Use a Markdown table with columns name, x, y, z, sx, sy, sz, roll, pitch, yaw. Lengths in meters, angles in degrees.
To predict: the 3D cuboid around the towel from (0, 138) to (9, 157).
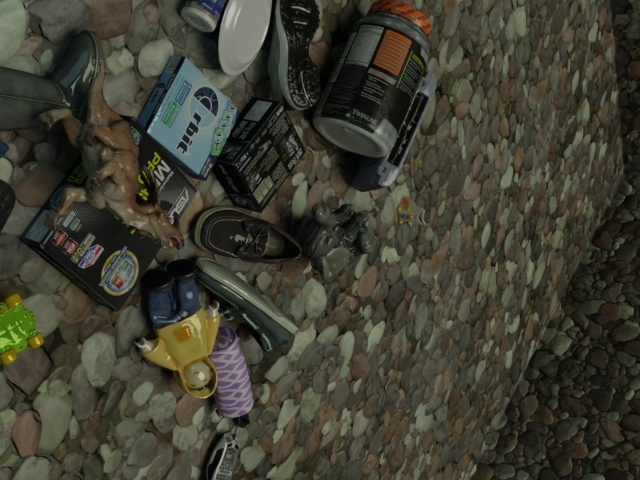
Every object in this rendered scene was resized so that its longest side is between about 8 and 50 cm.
| name | x | y | z | sx | sy | sz | roll | pitch | yaw |
| --- | --- | --- | --- | --- | --- | --- | --- | --- | --- |
| towel | -0.501 | -0.104 | 1.158 | 0.119 | 0.029 | 0.067 | -48 | 149 | 0 |

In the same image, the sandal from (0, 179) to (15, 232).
| name | x | y | z | sx | sy | sz | roll | pitch | yaw |
| --- | --- | --- | --- | --- | --- | --- | --- | --- | --- |
| sandal | -0.519 | 0.027 | 1.196 | 0.097 | 0.054 | 0.254 | 25 | 82 | -55 |

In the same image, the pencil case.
| name | x | y | z | sx | sy | sz | roll | pitch | yaw |
| --- | --- | --- | --- | --- | --- | --- | --- | --- | --- |
| pencil case | -0.196 | 0.279 | 1.725 | 0.086 | 0.088 | 0.206 | -13 | 123 | -10 |

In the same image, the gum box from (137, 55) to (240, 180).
| name | x | y | z | sx | sy | sz | roll | pitch | yaw |
| --- | --- | --- | --- | --- | --- | --- | --- | --- | --- |
| gum box | -0.241 | -0.222 | 1.505 | 0.184 | 0.041 | 0.157 | 41 | 69 | -52 |

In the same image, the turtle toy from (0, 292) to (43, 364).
| name | x | y | z | sx | sy | sz | roll | pitch | yaw |
| --- | --- | --- | --- | --- | --- | --- | --- | --- | --- |
| turtle toy | -0.499 | 0.144 | 1.260 | 0.130 | 0.066 | 0.095 | -34 | 106 | -40 |

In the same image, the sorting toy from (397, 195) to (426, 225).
| name | x | y | z | sx | sy | sz | roll | pitch | yaw |
| --- | --- | --- | --- | --- | --- | --- | --- | --- | --- |
| sorting toy | 0.254 | -0.070 | 2.237 | 0.045 | 0.075 | 0.083 | -42 | 134 | -39 |

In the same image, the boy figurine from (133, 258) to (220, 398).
| name | x | y | z | sx | sy | sz | roll | pitch | yaw |
| --- | --- | --- | --- | --- | --- | --- | --- | --- | --- |
| boy figurine | -0.270 | 0.184 | 1.570 | 0.177 | 0.092 | 0.285 | -21 | 117 | -27 |

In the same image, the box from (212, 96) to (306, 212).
| name | x | y | z | sx | sy | sz | roll | pitch | yaw |
| --- | --- | --- | --- | --- | --- | --- | --- | --- | --- |
| box | -0.127 | -0.174 | 1.653 | 0.180 | 0.077 | 0.147 | -56 | 142 | -24 |

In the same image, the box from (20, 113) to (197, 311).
| name | x | y | z | sx | sy | sz | roll | pitch | yaw |
| --- | --- | --- | --- | --- | --- | --- | --- | --- | --- |
| box | -0.351 | -0.047 | 1.401 | 0.270 | 0.060 | 0.216 | -60 | 142 | -21 |

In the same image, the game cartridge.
| name | x | y | z | sx | sy | sz | roll | pitch | yaw |
| --- | --- | --- | --- | --- | --- | --- | --- | --- | --- |
| game cartridge | 0.172 | -0.254 | 1.958 | 0.060 | 0.196 | 0.294 | 27 | 82 | -18 |

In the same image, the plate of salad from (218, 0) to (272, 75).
| name | x | y | z | sx | sy | sz | roll | pitch | yaw |
| --- | --- | --- | --- | --- | --- | --- | --- | --- | --- |
| plate of salad | -0.148 | -0.409 | 1.543 | 0.200 | 0.048 | 0.200 | -57 | 161 | -33 |

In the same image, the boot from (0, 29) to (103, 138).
| name | x | y | z | sx | sy | sz | roll | pitch | yaw |
| --- | --- | --- | --- | --- | --- | --- | --- | --- | --- |
| boot | -0.433 | -0.241 | 1.211 | 0.208 | 0.076 | 0.189 | 7 | 97 | -49 |

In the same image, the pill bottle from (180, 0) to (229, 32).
| name | x | y | z | sx | sy | sz | roll | pitch | yaw |
| --- | --- | --- | --- | --- | --- | --- | --- | --- | --- |
| pill bottle | -0.195 | -0.439 | 1.461 | 0.067 | 0.067 | 0.120 | 41 | 69 | -53 |

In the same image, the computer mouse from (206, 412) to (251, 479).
| name | x | y | z | sx | sy | sz | roll | pitch | yaw |
| --- | --- | --- | --- | --- | --- | --- | --- | --- | --- |
| computer mouse | -0.215 | 0.461 | 1.814 | 0.106 | 0.042 | 0.193 | 43 | 62 | -58 |

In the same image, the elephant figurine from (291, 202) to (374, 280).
| name | x | y | z | sx | sy | sz | roll | pitch | yaw |
| --- | --- | --- | --- | --- | --- | --- | --- | --- | --- |
| elephant figurine | 0.000 | 0.000 | 1.839 | 0.239 | 0.169 | 0.186 | -17 | 102 | -58 |

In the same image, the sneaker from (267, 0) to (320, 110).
| name | x | y | z | sx | sy | sz | roll | pitch | yaw |
| --- | --- | --- | --- | --- | --- | --- | --- | --- | --- |
| sneaker | -0.067 | -0.393 | 1.651 | 0.100 | 0.108 | 0.271 | 4 | 83 | -37 |

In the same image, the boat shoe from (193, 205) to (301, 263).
| name | x | y | z | sx | sy | sz | roll | pitch | yaw |
| --- | --- | --- | --- | --- | --- | --- | --- | --- | --- |
| boat shoe | -0.141 | -0.004 | 1.686 | 0.285 | 0.092 | 0.103 | 17 | 89 | -56 |

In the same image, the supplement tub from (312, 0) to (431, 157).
| name | x | y | z | sx | sy | sz | roll | pitch | yaw |
| --- | --- | --- | --- | --- | --- | --- | --- | --- | --- |
| supplement tub | 0.124 | -0.363 | 1.833 | 0.193 | 0.193 | 0.316 | 39 | 71 | -53 |

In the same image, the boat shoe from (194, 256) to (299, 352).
| name | x | y | z | sx | sy | sz | roll | pitch | yaw |
| --- | --- | --- | --- | --- | --- | --- | --- | --- | --- |
| boat shoe | -0.167 | 0.143 | 1.691 | 0.099 | 0.116 | 0.319 | -47 | 136 | 2 |

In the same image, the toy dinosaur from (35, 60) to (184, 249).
| name | x | y | z | sx | sy | sz | roll | pitch | yaw |
| --- | --- | --- | --- | --- | --- | --- | --- | --- | --- |
| toy dinosaur | -0.319 | -0.121 | 1.271 | 0.200 | 0.127 | 0.295 | -16 | 102 | -58 |
